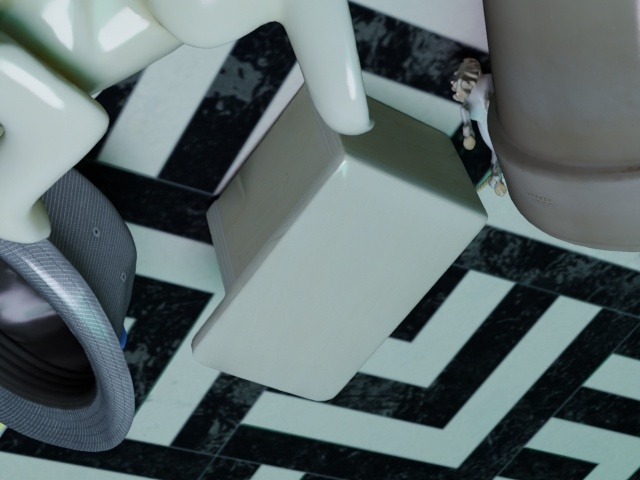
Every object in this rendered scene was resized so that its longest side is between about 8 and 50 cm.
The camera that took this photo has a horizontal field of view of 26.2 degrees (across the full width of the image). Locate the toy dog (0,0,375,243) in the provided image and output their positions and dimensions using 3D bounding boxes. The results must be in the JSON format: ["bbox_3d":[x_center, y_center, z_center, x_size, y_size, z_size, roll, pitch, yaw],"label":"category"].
[{"bbox_3d":[-0.204,-0.187,0.836,0.407,0.285,0.396,-15,122,0],"label":"toy dog"}]

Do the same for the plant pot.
[{"bbox_3d":[0.232,-0.197,0.942,0.323,0.323,0.280,-24,118,9],"label":"plant pot"}]

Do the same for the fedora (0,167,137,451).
[{"bbox_3d":[-0.227,0.026,1.074,0.243,0.124,0.275,2,133,37],"label":"fedora"}]

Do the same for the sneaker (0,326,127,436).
[{"bbox_3d":[-0.248,0.116,1.248,0.126,0.091,0.240,11,129,-25],"label":"sneaker"}]

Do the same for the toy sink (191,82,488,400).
[{"bbox_3d":[0.000,0.000,1.169,0.152,0.131,0.234,21,121,-30],"label":"toy sink"}]

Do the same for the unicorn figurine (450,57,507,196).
[{"bbox_3d":[0.149,-0.084,1.156,0.060,0.111,0.162,-9,121,8],"label":"unicorn figurine"}]
